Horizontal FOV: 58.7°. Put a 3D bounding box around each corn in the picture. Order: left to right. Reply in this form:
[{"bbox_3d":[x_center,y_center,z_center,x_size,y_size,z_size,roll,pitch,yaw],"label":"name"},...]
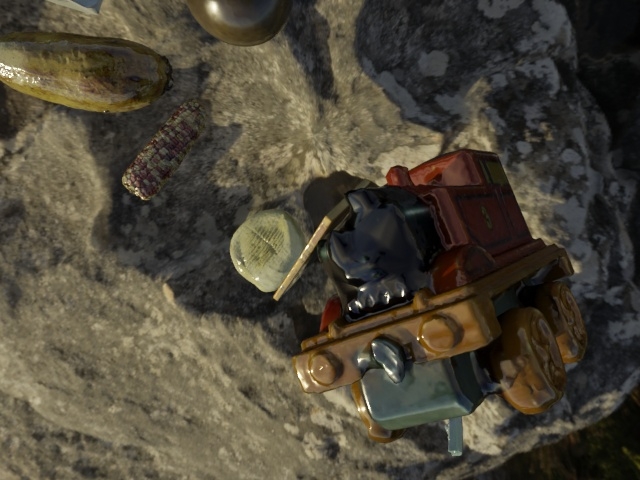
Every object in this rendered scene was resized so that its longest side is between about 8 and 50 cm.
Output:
[{"bbox_3d":[-0.385,-0.232,1.436,0.098,0.098,0.290,35,80,-7],"label":"corn"}]

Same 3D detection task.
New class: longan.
[{"bbox_3d":[-0.191,-0.587,1.355,0.257,0.258,0.258,0,100,-1],"label":"longan"}]

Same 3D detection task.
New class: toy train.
[{"bbox_3d":[0.123,0.033,0.535,0.163,0.369,0.232,-26,81,32],"label":"toy train"}]

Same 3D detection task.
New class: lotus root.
[{"bbox_3d":[-0.343,-0.239,0.815,0.258,0.097,0.110,4,133,-5],"label":"lotus root"}]

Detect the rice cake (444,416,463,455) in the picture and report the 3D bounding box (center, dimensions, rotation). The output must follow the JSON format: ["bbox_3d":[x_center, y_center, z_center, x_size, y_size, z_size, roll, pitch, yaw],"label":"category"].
[{"bbox_3d":[0.306,0.407,1.311,0.042,0.180,0.030,-5,131,16],"label":"rice cake"}]

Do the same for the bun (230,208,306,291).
[{"bbox_3d":[-0.128,0.032,1.532,0.229,0.145,0.230,-12,64,26],"label":"bun"}]

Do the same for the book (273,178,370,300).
[{"bbox_3d":[0.000,0.000,0.765,0.012,0.118,0.172,38,131,4],"label":"book"}]

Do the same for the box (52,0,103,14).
[{"bbox_3d":[-0.287,-0.279,0.438,0.200,0.299,0.106,19,101,-42],"label":"box"}]
